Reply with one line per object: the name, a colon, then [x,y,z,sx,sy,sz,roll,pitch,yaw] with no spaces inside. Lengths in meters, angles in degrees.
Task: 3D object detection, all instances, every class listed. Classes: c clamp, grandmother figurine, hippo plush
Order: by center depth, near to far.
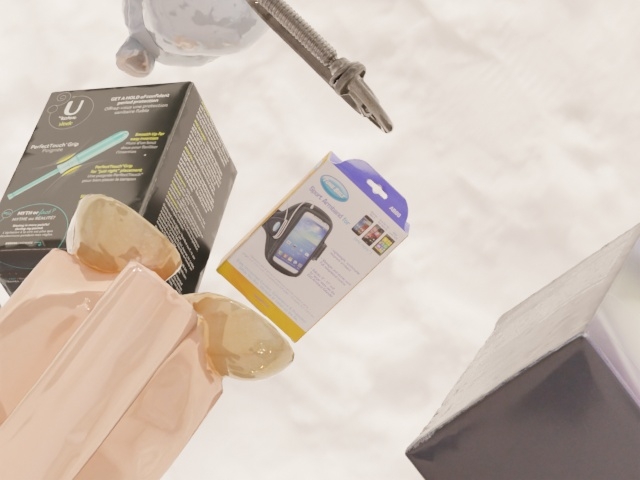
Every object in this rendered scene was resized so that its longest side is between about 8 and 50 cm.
grandmother figurine: [-0.161,0.140,0.718,0.208,0.342,0.104,36,156,-7]
c clamp: [-0.019,-0.121,0.980,0.022,0.137,0.160,-45,81,-2]
hippo plush: [-0.152,-0.257,1.476,0.294,0.234,0.236,8,110,61]

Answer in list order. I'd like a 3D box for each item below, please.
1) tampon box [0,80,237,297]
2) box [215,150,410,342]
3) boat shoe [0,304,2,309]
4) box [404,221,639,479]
tampon box: [-0.147,-0.021,1.244,0.120,0.161,0.101,-1,138,22]
box: [0.000,0.000,1.251,0.081,0.028,0.136,43,105,-9]
boat shoe: [-0.341,0.068,1.729,0.046,0.038,0.125,-26,83,-15]
box: [0.255,0.180,1.340,0.183,0.294,0.296,-37,92,26]
